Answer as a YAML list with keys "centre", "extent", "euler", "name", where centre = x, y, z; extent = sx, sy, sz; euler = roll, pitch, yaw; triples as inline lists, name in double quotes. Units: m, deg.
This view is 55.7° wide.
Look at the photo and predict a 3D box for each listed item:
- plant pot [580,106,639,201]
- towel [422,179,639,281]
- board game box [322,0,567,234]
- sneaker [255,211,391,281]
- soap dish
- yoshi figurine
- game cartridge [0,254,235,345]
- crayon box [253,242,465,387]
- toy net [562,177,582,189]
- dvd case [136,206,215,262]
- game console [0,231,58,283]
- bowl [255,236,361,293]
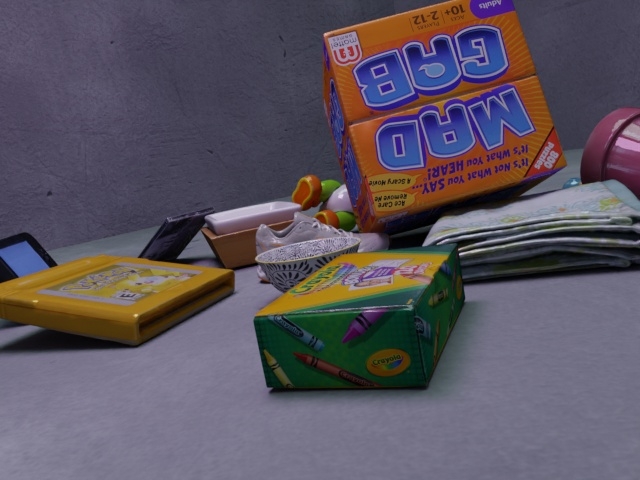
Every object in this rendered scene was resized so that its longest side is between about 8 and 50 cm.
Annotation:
- centre: [0.639, -0.143, 1.161]
  extent: [0.201, 0.201, 0.180]
  euler: [-13, 25, -21]
  name: "plant pot"
- centre: [0.345, -0.023, 0.998]
  extent: [0.320, 0.090, 0.374]
  euler: [-6, 9, 19]
  name: "towel"
- centre: [0.219, -0.230, 1.249]
  extent: [0.356, 0.356, 0.356]
  euler: [-15, -7, -2]
  name: "board game box"
- centre: [0.000, 0.000, 1.139]
  extent: [0.262, 0.121, 0.099]
  euler: [-10, 9, 2]
  name: "sneaker"
- centre: [-0.161, -0.018, 1.459]
  extent: [0.229, 0.118, 0.291]
  euler: [-13, 9, -14]
  name: "soap dish"
- centre: [0.126, -0.109, 1.535]
  extent: [0.362, 0.203, 0.203]
  euler: [-9, 24, -38]
  name: "yoshi figurine"
- centre: [-0.355, 0.085, 1.034]
  extent: [0.324, 0.052, 0.285]
  euler: [7, 14, 21]
  name: "game cartridge"
- centre: [0.061, 0.076, 0.693]
  extent: [0.165, 0.081, 0.278]
  euler: [-7, 9, 22]
  name: "crayon box"
- centre: [0.678, -0.127, 1.452]
  extent: [0.122, 0.045, 0.232]
  euler: [-9, 10, -4]
  name: "toy net"
- centre: [-0.383, -0.001, 1.566]
  extent: [0.221, 0.018, 0.164]
  euler: [-44, -12, 33]
  name: "dvd case"
- centre: [-0.535, 0.056, 1.279]
  extent: [0.173, 0.250, 0.293]
  euler: [-37, 10, -2]
  name: "game console"
- centre: [-0.013, 0.050, 0.960]
  extent: [0.170, 0.080, 0.170]
  euler: [-10, 9, 2]
  name: "bowl"
